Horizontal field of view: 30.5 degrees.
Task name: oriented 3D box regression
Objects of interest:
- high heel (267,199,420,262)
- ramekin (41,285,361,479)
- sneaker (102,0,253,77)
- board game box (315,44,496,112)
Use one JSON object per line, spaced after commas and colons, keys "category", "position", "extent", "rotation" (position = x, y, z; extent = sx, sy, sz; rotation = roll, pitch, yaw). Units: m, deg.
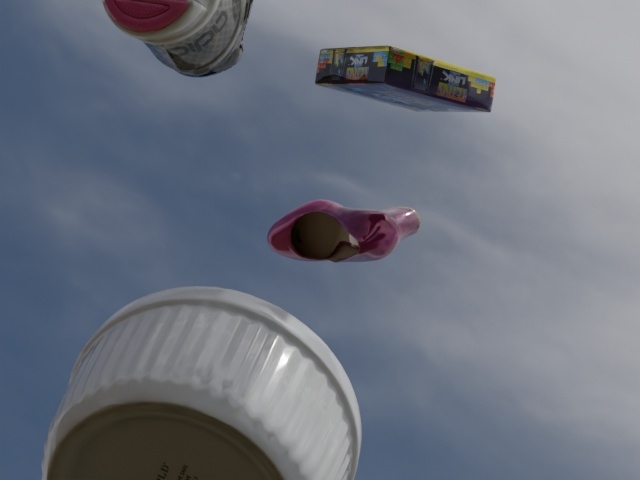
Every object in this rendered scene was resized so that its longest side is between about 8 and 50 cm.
{"category": "high heel", "position": [0.000, 0.000, 1.462], "extent": [0.244, 0.117, 0.082], "rotation": [1, -74, 40]}
{"category": "ramekin", "position": [-0.082, 0.144, 0.765], "extent": [0.207, 0.109, 0.207], "rotation": [5, -65, 10]}
{"category": "sneaker", "position": [-0.057, -0.141, 0.502], "extent": [0.063, 0.170, 0.075], "rotation": [-9, -28, 12]}
{"category": "board game box", "position": [0.102, -0.193, 1.419], "extent": [0.141, 0.170, 0.048], "rotation": [12, -88, 55]}
